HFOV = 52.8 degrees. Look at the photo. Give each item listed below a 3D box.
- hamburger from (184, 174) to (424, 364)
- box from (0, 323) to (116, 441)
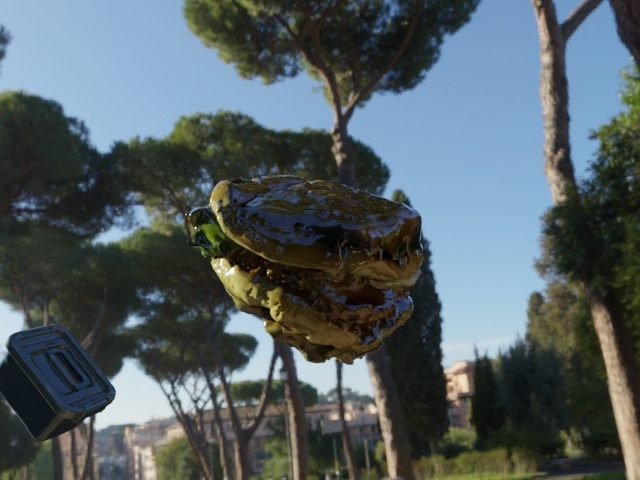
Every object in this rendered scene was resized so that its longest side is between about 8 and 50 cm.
[{"bbox_3d":[0.000,0.000,0.579,0.183,0.206,0.130,-16,-43,-56],"label":"hamburger"},{"bbox_3d":[-0.247,0.131,0.589,0.054,0.099,0.074,-47,-13,16],"label":"box"}]
